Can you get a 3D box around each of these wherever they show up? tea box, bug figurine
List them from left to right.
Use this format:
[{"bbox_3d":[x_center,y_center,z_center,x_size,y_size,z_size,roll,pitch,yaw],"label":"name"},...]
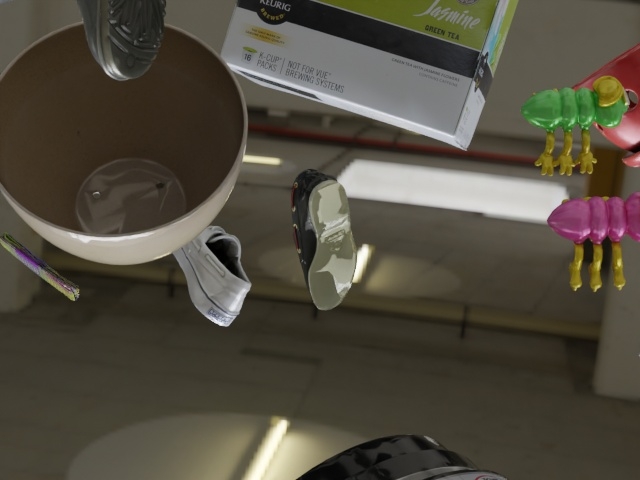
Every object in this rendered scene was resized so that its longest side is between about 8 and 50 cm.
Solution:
[{"bbox_3d":[0.086,-0.327,1.583,0.329,0.324,0.220,20,-176,11],"label":"tea box"},{"bbox_3d":[0.282,-0.068,0.973,0.216,0.279,0.072,-7,148,4],"label":"bug figurine"}]

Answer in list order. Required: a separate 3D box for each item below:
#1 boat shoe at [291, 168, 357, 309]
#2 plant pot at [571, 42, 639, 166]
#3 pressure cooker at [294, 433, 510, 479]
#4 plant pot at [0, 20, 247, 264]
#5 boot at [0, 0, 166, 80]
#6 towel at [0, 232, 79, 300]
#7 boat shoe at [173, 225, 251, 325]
[{"bbox_3d":[0.002,-0.001,1.043,0.049,0.133,0.042,-21,-145,-24],"label":"boat shoe"},{"bbox_3d":[0.526,-0.226,1.904,0.191,0.174,0.191,-33,178,-1],"label":"plant pot"},{"bbox_3d":[0.071,0.388,1.085,0.375,0.370,0.420,-26,-134,-23],"label":"pressure cooker"},{"bbox_3d":[-0.223,-0.083,1.353,0.284,0.284,0.191,6,151,1],"label":"plant pot"},{"bbox_3d":[-0.223,-0.202,0.923,0.208,0.190,0.076,-6,166,25],"label":"boot"},{"bbox_3d":[-0.244,0.023,1.032,0.083,0.009,0.060,37,166,-1],"label":"towel"},{"bbox_3d":[-0.152,0.025,1.727,0.095,0.084,0.258,30,-163,-35],"label":"boat shoe"}]
